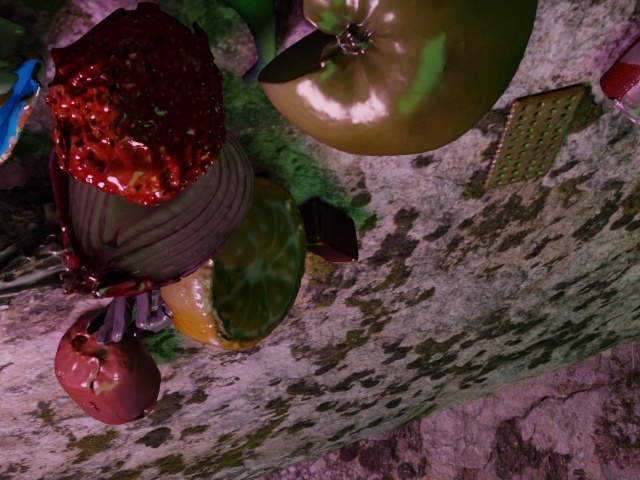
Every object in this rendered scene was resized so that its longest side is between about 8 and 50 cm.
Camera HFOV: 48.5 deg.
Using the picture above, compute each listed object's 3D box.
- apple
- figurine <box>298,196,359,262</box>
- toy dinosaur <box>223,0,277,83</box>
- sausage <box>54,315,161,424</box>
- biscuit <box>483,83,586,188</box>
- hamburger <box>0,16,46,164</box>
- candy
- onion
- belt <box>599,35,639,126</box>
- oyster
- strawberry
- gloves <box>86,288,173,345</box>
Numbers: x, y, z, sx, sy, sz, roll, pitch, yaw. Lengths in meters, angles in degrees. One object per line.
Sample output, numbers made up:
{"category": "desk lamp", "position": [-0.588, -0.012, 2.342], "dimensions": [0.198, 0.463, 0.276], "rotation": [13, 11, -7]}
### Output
{"category": "apple", "position": [0.088, -0.211, 0.720], "dimensions": [0.295, 0.233, 0.257], "rotation": [-56, 180, 37]}
{"category": "figurine", "position": [0.000, -0.001, 1.209], "dimensions": [0.098, 0.082, 0.154], "rotation": [-20, 153, 25]}
{"category": "toy dinosaur", "position": [-0.204, -0.271, 0.627], "dimensions": [0.375, 0.143, 0.500], "rotation": [1, 157, -10]}
{"category": "sausage", "position": [-0.374, 0.236, 1.269], "dimensions": [0.152, 0.152, 0.279], "rotation": [-18, 151, -6]}
{"category": "biscuit", "position": [0.364, -0.172, 1.221], "dimensions": [0.139, 0.016, 0.231], "rotation": [-14, 148, -11]}
{"category": "hamburger", "position": [-0.377, -0.134, 0.618], "dimensions": [0.261, 0.150, 0.276], "rotation": [-29, -179, -17]}
{"category": "candy", "position": [-0.120, 0.031, 1.022], "dimensions": [0.118, 0.259, 0.260], "rotation": [14, 167, 31]}
{"category": "onion", "position": [-0.219, -0.045, 0.829], "dimensions": [0.227, 0.283, 0.120], "rotation": [43, 149, -19]}
{"category": "belt", "position": [0.532, -0.249, 1.092], "dimensions": [0.201, 0.128, 0.124], "rotation": [0, 143, -38]}
{"category": "oyster", "position": [-0.379, 0.003, 0.831], "dimensions": [0.162, 0.158, 0.351], "rotation": [-11, 175, 35]}
{"category": "strawberry", "position": [-0.171, -0.114, 0.679], "dimensions": [0.187, 0.201, 0.184], "rotation": [-33, 124, 11]}
{"category": "gloves", "position": [-0.240, 0.085, 1.149], "dimensions": [0.286, 0.119, 0.142], "rotation": [-28, 141, -17]}
